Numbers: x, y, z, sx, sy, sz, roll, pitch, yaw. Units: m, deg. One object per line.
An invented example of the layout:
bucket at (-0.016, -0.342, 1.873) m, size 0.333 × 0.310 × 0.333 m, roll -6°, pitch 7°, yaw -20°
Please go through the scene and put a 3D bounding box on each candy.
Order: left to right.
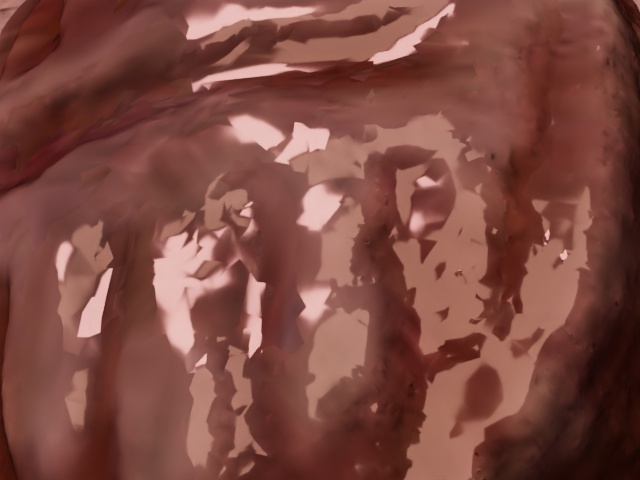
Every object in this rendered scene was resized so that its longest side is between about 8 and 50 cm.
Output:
candy at (0.000, 0.000, 0.538) m, size 0.214 × 0.157 × 0.289 m, roll -15°, pitch 52°, yaw 24°
